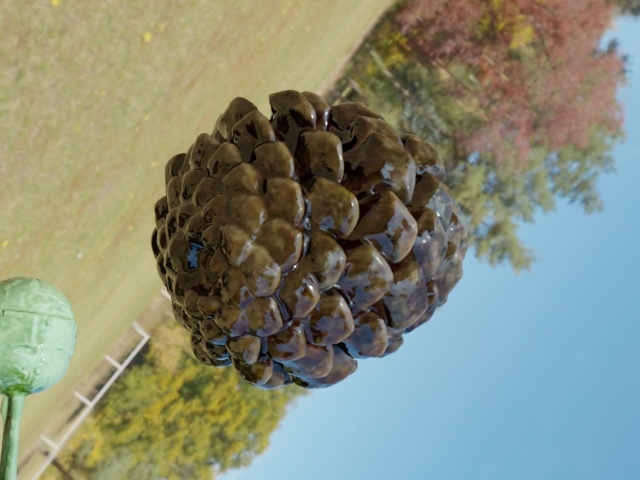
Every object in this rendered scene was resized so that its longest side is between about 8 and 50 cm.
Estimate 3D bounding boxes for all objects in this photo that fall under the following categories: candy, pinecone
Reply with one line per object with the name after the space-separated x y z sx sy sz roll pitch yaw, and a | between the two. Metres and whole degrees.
-0.328 0.254 0.868 0.119 0.119 0.440 141 -48 -66 | candy
0.001 -0.001 0.520 0.205 0.179 0.184 -9 174 -35 | pinecone
